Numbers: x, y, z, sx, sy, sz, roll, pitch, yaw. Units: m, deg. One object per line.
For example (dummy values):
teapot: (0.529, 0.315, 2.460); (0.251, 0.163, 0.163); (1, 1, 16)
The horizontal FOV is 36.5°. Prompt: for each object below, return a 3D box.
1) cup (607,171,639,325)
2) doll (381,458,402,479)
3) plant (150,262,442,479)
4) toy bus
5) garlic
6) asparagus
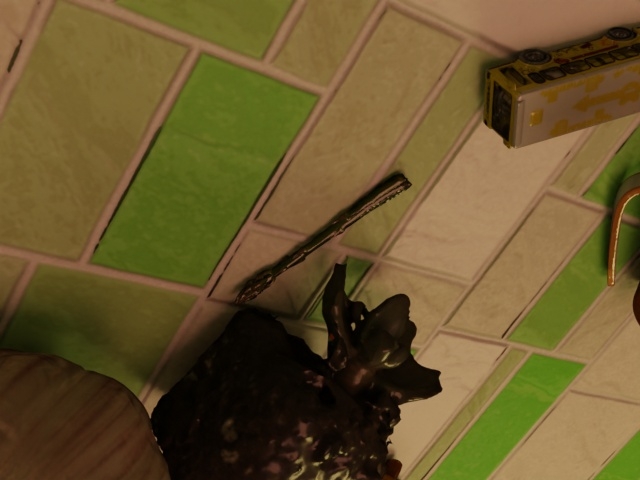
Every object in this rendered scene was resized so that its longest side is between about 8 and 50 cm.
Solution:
cup: (0.468, 0.012, 1.212); (0.226, 0.182, 0.264); (12, 137, 7)
doll: (0.061, 0.387, 1.326); (0.213, 0.236, 0.214); (16, 134, 17)
plant: (-0.013, 0.179, 1.069); (0.312, 0.213, 0.215); (-35, 132, 8)
toy bus: (0.281, -0.164, 1.013); (0.226, 0.074, 0.081); (-16, 134, -14)
garlic: (-0.288, 0.248, 0.957); (0.317, 0.259, 0.318); (4, 115, 8)
asparagus: (0.000, 0.000, 1.054); (0.232, 0.022, 0.023); (-36, 179, 4)
